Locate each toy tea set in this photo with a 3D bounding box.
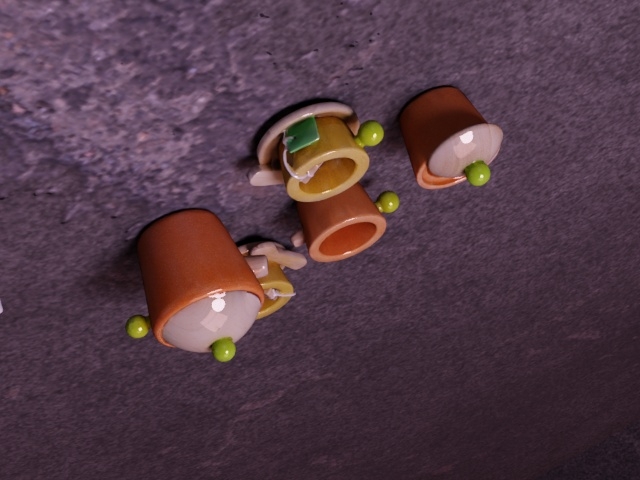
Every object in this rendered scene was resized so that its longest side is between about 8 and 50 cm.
[{"bbox_3d":[0.000,0.000,0.889,0.336,0.124,0.200,-37,152,26],"label":"toy tea set"}]

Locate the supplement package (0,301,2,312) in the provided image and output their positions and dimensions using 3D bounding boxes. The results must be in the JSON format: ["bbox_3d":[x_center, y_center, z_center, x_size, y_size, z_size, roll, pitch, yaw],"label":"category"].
[{"bbox_3d":[-0.290,-0.005,0.648,0.105,0.105,0.179,-25,155,5],"label":"supplement package"}]
